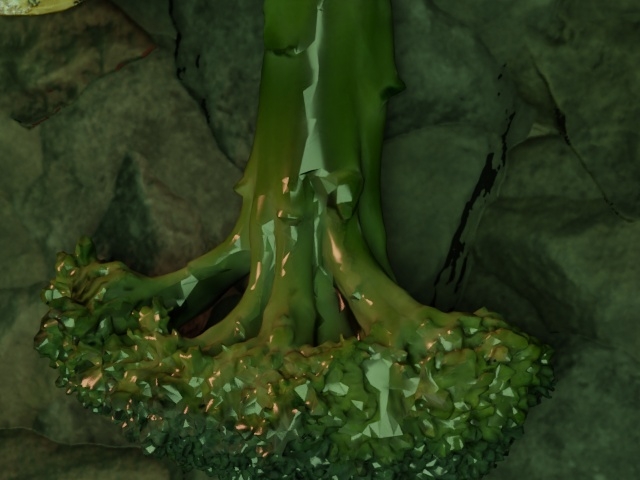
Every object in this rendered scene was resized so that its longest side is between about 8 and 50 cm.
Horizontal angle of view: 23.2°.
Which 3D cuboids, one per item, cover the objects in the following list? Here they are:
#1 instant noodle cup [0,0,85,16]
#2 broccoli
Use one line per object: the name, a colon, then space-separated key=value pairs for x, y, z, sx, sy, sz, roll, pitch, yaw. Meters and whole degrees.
instant noodle cup: x=-0.192 y=-0.270 z=1.136 sx=0.216 sy=0.172 sz=0.215 roll=1 pitch=98 yaw=9
broccoli: x=0.028 y=0.021 z=1.151 sx=0.353 sy=0.275 sz=0.397 roll=35 pitch=82 yaw=-15
